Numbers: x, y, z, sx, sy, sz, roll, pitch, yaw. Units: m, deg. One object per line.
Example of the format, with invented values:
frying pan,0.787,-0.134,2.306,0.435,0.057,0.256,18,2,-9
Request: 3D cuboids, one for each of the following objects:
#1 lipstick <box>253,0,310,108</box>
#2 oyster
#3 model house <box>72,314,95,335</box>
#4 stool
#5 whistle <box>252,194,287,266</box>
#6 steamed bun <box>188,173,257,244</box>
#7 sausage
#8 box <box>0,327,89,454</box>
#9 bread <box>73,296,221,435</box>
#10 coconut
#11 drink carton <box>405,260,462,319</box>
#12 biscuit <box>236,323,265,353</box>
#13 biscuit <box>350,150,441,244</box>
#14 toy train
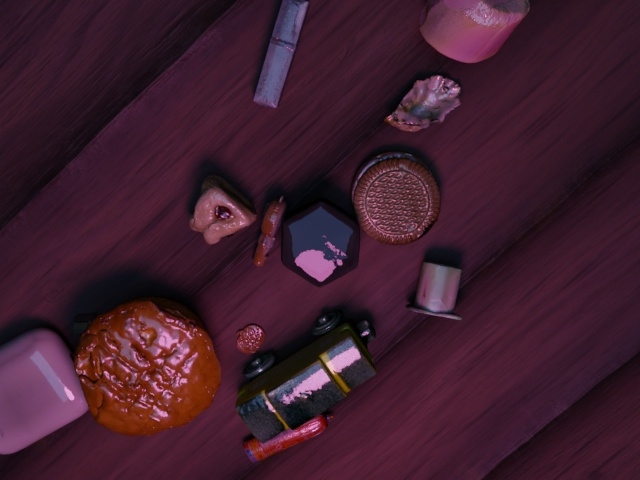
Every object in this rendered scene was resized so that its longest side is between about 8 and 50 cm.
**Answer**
lipstick,-0.103,-0.489,1.845,0.077,0.077,0.289,16,101,-5
oyster,0.283,-0.357,1.890,0.133,0.072,0.209,40,78,-2
model house,-0.652,0.240,1.998,0.083,0.057,0.058,-5,75,19
stool,0.000,0.000,1.913,0.233,0.141,0.232,0,102,0
whistle,-0.142,-0.029,1.933,0.057,0.107,0.219,21,115,3
steamed bun,-0.279,-0.070,1.898,0.172,0.141,0.155,40,102,-12
sausage,-0.088,0.564,2.060,0.274,0.074,0.074,-25,101,3
box,-0.835,0.423,1.982,0.349,0.141,0.288,-29,101,4
bread,-0.462,0.331,1.917,0.399,0.215,0.397,-2,103,-9
coconut,0.374,-0.567,1.766,0.233,0.245,0.233,7,68,-18
drink carton,0.322,0.133,1.953,0.144,0.146,0.142,10,93,-4
biscuit,-0.205,0.282,2.029,0.078,0.015,0.091,27,99,-7
biscuit,0.206,-0.115,1.925,0.260,0.079,0.258,0,101,-2
toy train,-0.040,0.368,1.921,0.442,0.272,0.179,-33,103,5
